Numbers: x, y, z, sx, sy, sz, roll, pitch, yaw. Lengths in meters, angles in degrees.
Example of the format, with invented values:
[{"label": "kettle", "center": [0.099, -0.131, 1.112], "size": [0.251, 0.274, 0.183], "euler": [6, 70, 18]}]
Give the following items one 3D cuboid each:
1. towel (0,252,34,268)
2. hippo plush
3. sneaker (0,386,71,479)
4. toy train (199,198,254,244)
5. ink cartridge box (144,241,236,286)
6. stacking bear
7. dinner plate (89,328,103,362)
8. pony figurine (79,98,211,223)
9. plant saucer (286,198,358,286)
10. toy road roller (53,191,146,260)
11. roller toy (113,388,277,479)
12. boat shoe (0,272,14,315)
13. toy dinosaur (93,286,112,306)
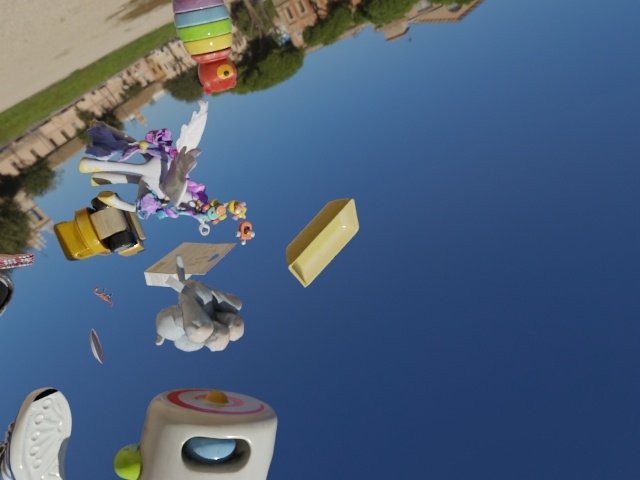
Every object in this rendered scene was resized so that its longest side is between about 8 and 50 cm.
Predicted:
[{"label": "towel", "center": [-0.789, 0.043, 1.011], "size": [0.144, 0.029, 0.197], "euler": [5, -178, 0]}, {"label": "hippo plush", "center": [-0.405, 0.254, 1.332], "size": [0.236, 0.294, 0.234], "euler": [-39, -152, 23]}, {"label": "sneaker", "center": [-0.717, 0.484, 1.032], "size": [0.236, 0.323, 0.130], "euler": [6, -172, 24]}, {"label": "toy train", "center": [-0.251, -0.054, 1.232], "size": [0.046, 0.166, 0.125], "euler": [3, -93, 51]}, {"label": "ink cartridge box", "center": [-0.510, 0.092, 1.770], "size": [0.261, 0.066, 0.296], "euler": [1, -157, 15]}, {"label": "stacking bear", "center": [-0.314, -0.565, 1.228], "size": [0.175, 0.289, 0.164], "euler": [-31, -145, -32]}, {"label": "dinner plate", "center": [-0.878, 0.414, 1.713], "size": [0.017, 0.141, 0.141], "euler": [-18, -155, -22]}, {"label": "pony figurine", "center": [-0.437, -0.194, 1.188], "size": [0.351, 0.363, 0.303], "euler": [119, -20, -45]}, {"label": "plant saucer", "center": [0.000, 0.000, 1.659], "size": [0.081, 0.333, 0.333], "euler": [40, -98, 17]}, {"label": "toy road roller", "center": [-0.801, -0.031, 1.601], "size": [0.240, 0.202, 0.329], "euler": [-22, 179, -11]}, {"label": "roller toy", "center": [-0.162, 0.296, 0.643], "size": [0.191, 0.209, 0.146], "euler": [5, -100, 27]}, {"label": "boat shoe", "center": [-0.443, 0.095, 0.488], "size": [0.102, 0.108, 0.301], "euler": [-12, -170, -11]}, {"label": "toy dinosaur", "center": [-0.924, 0.230, 1.866], "size": [0.047, 0.082, 0.090], "euler": [-46, -114, -1]}]
